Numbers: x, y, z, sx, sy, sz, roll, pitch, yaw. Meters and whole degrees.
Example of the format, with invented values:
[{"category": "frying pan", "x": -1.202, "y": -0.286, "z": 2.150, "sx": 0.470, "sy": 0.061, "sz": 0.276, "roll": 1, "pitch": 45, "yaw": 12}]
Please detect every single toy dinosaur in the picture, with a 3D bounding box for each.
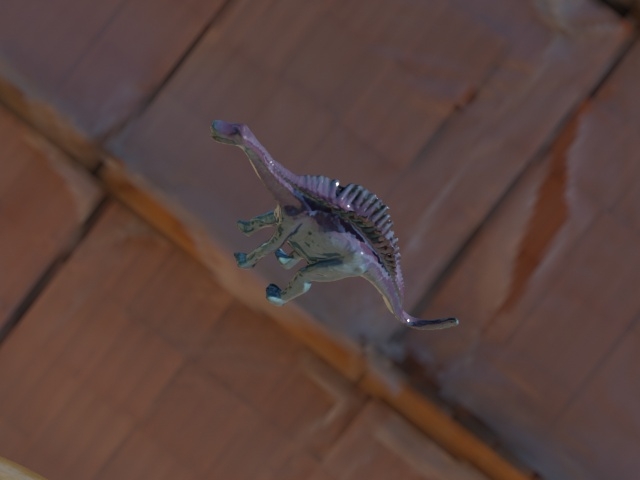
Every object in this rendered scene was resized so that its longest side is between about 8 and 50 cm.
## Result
[{"category": "toy dinosaur", "x": 0.000, "y": 0.000, "z": 1.126, "sx": 0.197, "sy": 0.080, "sz": 0.045, "roll": 41, "pitch": 34, "yaw": -27}]

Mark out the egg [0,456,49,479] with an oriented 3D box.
[{"category": "egg", "x": -0.278, "y": 0.265, "z": 1.300, "sx": 0.351, "sy": 0.282, "sz": 0.282, "roll": 5, "pitch": 6, "yaw": -6}]
